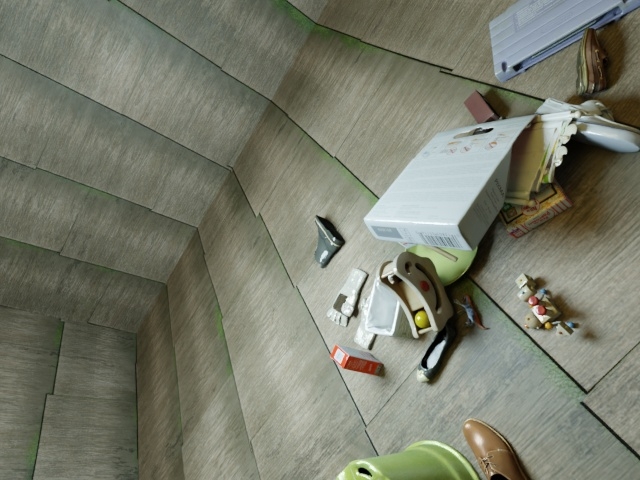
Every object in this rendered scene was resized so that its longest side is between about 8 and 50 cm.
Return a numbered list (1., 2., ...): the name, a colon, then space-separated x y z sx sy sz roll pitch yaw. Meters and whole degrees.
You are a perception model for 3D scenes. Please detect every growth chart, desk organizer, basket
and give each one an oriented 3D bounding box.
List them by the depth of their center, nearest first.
1. growth chart: 0.493 -0.189 0.962 0.237 0.021 0.172 -68 24 9
2. basket: 0.212 0.192 1.173 0.113 0.103 0.167 -3 69 52
3. desk organizer: 0.471 -0.378 1.205 0.050 0.047 0.130 -44 40 33

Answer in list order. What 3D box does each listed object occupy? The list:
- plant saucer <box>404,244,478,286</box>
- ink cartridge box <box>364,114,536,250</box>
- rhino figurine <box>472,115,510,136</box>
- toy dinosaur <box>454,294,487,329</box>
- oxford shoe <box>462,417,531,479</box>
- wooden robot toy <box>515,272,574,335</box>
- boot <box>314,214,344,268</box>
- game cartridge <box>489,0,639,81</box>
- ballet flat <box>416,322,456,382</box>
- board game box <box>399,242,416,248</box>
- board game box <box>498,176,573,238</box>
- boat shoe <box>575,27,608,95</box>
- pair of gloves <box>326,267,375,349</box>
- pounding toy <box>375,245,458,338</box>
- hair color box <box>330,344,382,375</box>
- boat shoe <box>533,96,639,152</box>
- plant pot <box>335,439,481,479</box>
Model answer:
1. plant saucer: 0.341 0.022 1.156 0.241 0.037 0.241 -32 46 40
2. ink cartridge box: 0.333 -0.150 1.050 0.385 0.091 0.308 -49 27 -21
3. rhino figurine: 0.438 -0.232 1.097 0.106 0.073 0.243 -19 37 52
4. toy dinosaur: 0.375 0.178 1.038 0.090 0.047 0.082 17 62 15
5. oxford shoe: 0.359 0.457 0.849 0.076 0.076 0.212 -58 33 16
6. wooden robot toy: 0.462 0.155 0.893 0.079 0.076 0.173 -58 33 31
7. boot: 0.000 0.000 1.603 0.137 0.077 0.198 -59 34 21
8. game cartridge: 0.637 -0.611 1.109 0.355 0.068 0.230 -22 50 46
9. ballet flat: 0.289 0.286 1.061 0.057 0.049 0.173 32 97 54
10. board game box: 0.328 -0.138 1.203 0.193 0.053 0.305 -24 41 45
11. board game box: 0.499 -0.124 1.019 0.147 0.045 0.193 -39 42 34
12. boat shoe: 0.651 -0.429 0.988 0.060 0.064 0.178 4 74 22
13. pair of gloves: 0.124 0.211 1.335 0.240 0.042 0.204 35 99 54
14. pounding toy: 0.252 0.096 1.038 0.155 0.154 0.270 -36 68 46
15. hair color box: 0.105 0.346 1.194 0.072 0.141 0.043 27 93 56
16. boat shoe: 0.603 -0.270 0.931 0.088 0.096 0.267 -63 26 14
17. plant pot: 0.170 0.571 0.877 0.276 0.254 0.276 -29 50 41
